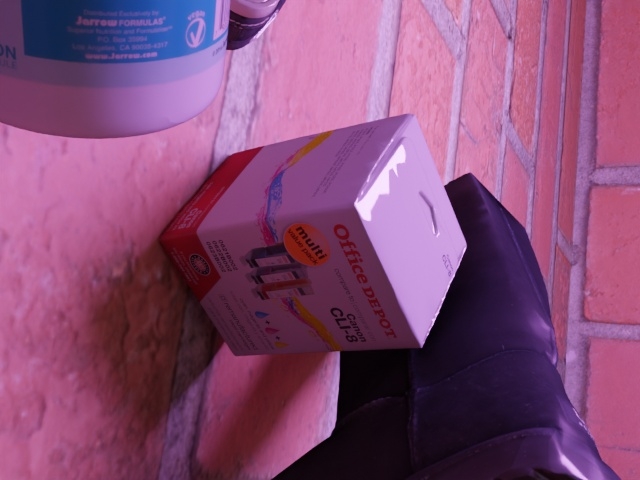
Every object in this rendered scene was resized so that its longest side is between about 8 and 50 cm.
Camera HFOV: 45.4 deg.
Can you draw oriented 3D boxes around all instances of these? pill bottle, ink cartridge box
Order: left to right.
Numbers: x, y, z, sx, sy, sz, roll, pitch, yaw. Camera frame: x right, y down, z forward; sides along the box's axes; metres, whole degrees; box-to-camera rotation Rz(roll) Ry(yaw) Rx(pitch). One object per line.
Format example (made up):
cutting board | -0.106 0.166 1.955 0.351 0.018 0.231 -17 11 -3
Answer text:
pill bottle | -0.107 -0.191 0.347 0.146 0.146 0.264 -47 153 -52
ink cartridge box | 0.000 0.000 0.589 0.128 0.176 0.127 62 38 -26

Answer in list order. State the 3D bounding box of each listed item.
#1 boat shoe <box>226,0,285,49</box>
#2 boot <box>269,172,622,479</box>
boat shoe | -0.050 -0.242 0.658 0.065 0.075 0.206 125 -15 -50
boot | 0.029 0.133 0.649 0.146 0.367 0.445 57 16 -22
